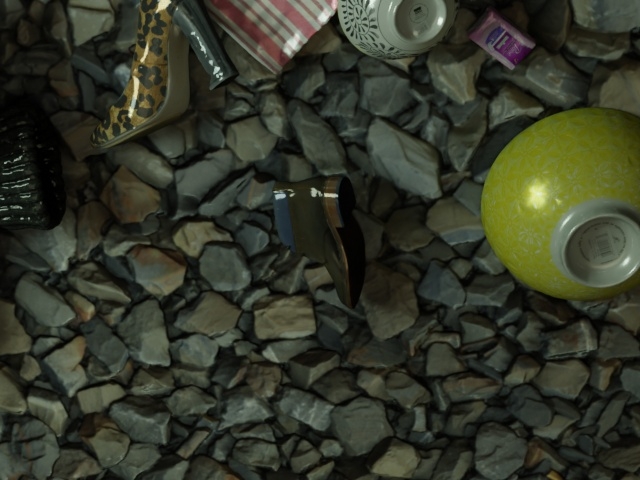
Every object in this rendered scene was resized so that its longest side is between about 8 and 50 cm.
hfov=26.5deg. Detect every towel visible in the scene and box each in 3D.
[{"bbox_3d":[-0.045,-0.324,1.759,0.144,0.029,0.197,40,110,-20],"label":"towel"}]

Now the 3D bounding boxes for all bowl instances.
[{"bbox_3d":[0.374,-0.021,1.867,0.289,0.156,0.290,-1,119,-1],"label":"bowl"},{"bbox_3d":[0.113,-0.297,1.728,0.170,0.080,0.170,-8,119,-14],"label":"bowl"}]

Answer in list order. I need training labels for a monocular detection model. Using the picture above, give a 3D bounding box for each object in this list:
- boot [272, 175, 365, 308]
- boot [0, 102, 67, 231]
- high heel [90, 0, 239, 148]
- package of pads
[{"bbox_3d":[0.000,0.000,1.927,0.106,0.082,0.219,5,125,20],"label":"boot"},{"bbox_3d":[-0.470,-0.011,1.857,0.260,0.131,0.348,-6,118,1],"label":"boot"},{"bbox_3d":[-0.241,-0.242,1.791,0.261,0.093,0.186,-28,89,30],"label":"high heel"},{"bbox_3d":[0.238,-0.268,1.798,0.083,0.032,0.050,34,115,-18],"label":"package of pads"}]
